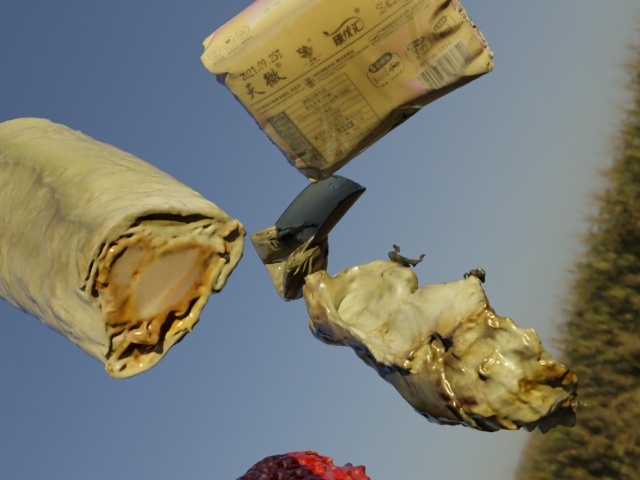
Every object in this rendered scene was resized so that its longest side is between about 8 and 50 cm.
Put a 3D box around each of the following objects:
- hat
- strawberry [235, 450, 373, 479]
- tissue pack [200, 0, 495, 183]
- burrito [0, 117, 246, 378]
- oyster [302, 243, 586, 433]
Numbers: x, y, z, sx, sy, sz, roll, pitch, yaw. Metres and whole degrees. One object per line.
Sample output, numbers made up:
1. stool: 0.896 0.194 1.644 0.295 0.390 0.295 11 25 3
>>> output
1. hat: 0.000 0.000 1.409 0.175 0.085 0.147 -43 26 1
2. strawberry: -0.030 0.423 1.241 0.351 0.267 0.312 -45 -58 -65
3. tissue pack: 0.033 -0.200 1.198 0.215 0.257 0.123 48 -168 -32
4. burrito: -0.183 -0.008 0.807 0.105 0.299 0.143 25 -92 -40
5. oyster: 0.116 0.101 1.180 0.133 0.337 0.197 -38 -42 -31
